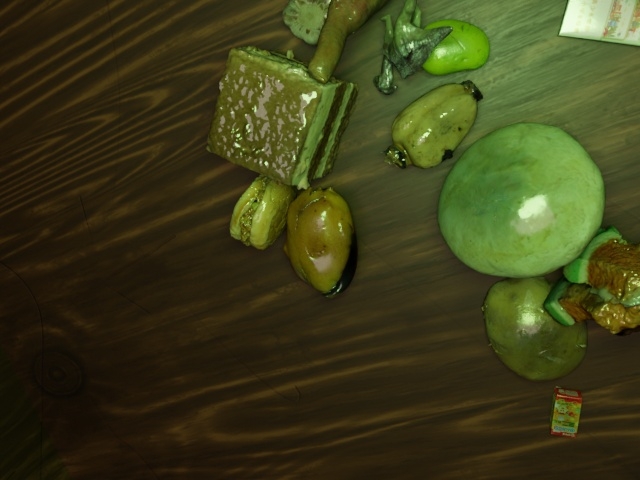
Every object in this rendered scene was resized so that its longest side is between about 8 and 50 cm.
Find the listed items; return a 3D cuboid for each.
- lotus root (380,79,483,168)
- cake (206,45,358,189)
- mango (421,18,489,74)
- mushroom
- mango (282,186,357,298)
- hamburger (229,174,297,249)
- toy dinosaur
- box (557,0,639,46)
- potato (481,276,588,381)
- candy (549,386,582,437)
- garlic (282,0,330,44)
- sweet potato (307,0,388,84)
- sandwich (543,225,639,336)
[{"bbox_3d":[0.258,-0.257,1.213,0.257,0.140,0.154,-39,78,14],"label":"lotus root"},{"bbox_3d":[-0.082,-0.295,1.234,0.255,0.290,0.282,23,109,9],"label":"cake"},{"bbox_3d":[0.292,-0.435,1.180,0.163,0.089,0.117,-7,96,8],"label":"mango"},{"bbox_3d":[0.420,-0.084,1.125,0.352,0.260,0.352,-20,62,45],"label":"mushroom"},{"bbox_3d":[0.000,0.000,1.365,0.201,0.153,0.287,6,109,7],"label":"mango"},{"bbox_3d":[-0.143,-0.078,1.356,0.108,0.214,0.214,25,112,11],"label":"hamburger"},{"bbox_3d":[0.184,-0.432,1.149,0.077,0.294,0.162,-12,86,-12],"label":"toy dinosaur"},{"bbox_3d":[0.622,-0.471,1.085,0.220,0.032,0.122,14,110,15],"label":"box"},{"bbox_3d":[0.532,0.232,1.290,0.239,0.116,0.299,-22,100,18],"label":"potato"},{"bbox_3d":[0.631,0.443,1.356,0.062,0.038,0.122,5,108,17],"label":"candy"},{"bbox_3d":[-0.005,-0.536,1.234,0.159,0.102,0.147,-16,115,33],"label":"garlic"},{"bbox_3d":[0.064,-0.489,1.119,0.109,0.385,0.109,28,157,13],"label":"sweet potato"},{"bbox_3d":[0.585,0.078,1.097,0.162,0.301,0.250,39,97,-6],"label":"sandwich"}]
